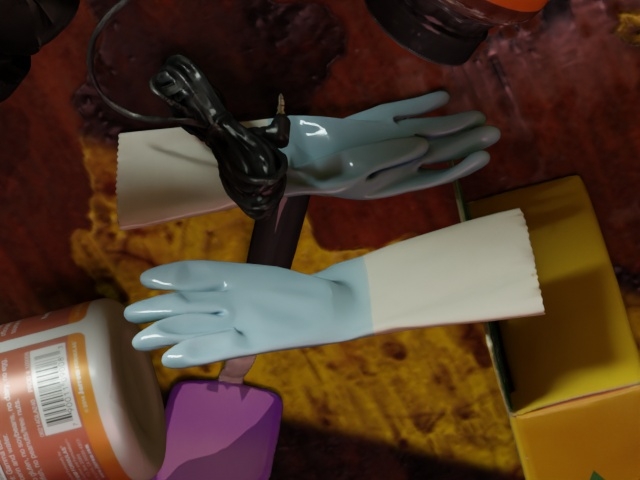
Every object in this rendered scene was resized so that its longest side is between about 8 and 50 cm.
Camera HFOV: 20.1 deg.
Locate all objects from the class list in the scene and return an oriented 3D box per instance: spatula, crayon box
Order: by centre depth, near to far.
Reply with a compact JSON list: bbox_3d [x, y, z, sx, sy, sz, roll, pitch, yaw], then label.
[{"bbox_3d":[0.161,0.109,1.129,0.083,0.203,0.323,-15,127,6],"label":"crayon box"},{"bbox_3d":[-0.046,0.060,1.184,0.084,0.030,0.296,9,126,-12],"label":"spatula"}]

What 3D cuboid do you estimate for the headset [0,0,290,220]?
[{"bbox_3d":[-0.126,-0.149,0.897,0.243,0.185,0.394,-36,150,-1],"label":"headset"}]

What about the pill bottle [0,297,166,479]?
[{"bbox_3d":[-0.217,0.119,1.160,0.216,0.121,0.121,-15,127,8],"label":"pill bottle"}]

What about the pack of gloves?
[{"bbox_3d":[0.000,0.000,1.041,0.232,0.195,0.046,-8,133,2],"label":"pack of gloves"}]

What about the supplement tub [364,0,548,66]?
[{"bbox_3d":[0.102,-0.188,0.959,0.106,0.106,0.198,22,123,-20],"label":"supplement tub"}]
